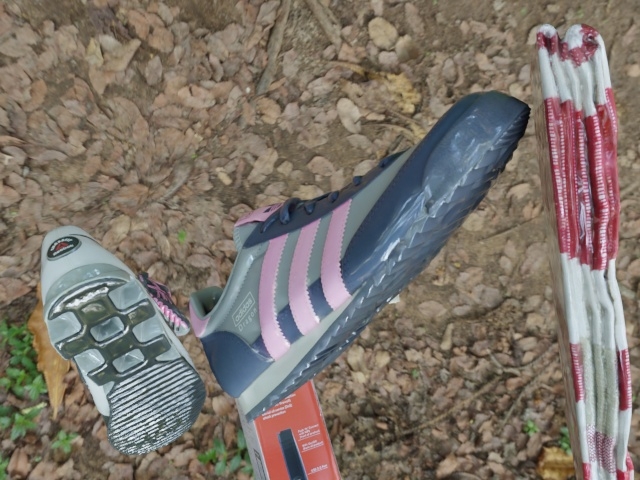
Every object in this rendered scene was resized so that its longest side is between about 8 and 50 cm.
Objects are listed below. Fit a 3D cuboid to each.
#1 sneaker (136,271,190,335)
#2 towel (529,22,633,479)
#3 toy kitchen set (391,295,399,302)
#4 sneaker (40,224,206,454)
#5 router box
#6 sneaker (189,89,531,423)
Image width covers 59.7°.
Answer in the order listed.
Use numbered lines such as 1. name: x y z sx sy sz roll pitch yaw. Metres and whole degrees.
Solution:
1. sneaker: -0.231 0.088 0.812 0.119 0.057 0.047 38 124 4
2. towel: 0.186 0.031 0.399 0.037 0.237 0.329 -7 98 20
3. toy kitchen set: 0.089 0.072 0.958 0.068 0.083 0.075 -5 87 -8
4. sneaker: -0.225 0.117 0.643 0.122 0.146 0.331 -23 135 -22
5. router box: -0.062 0.263 0.785 0.082 0.335 0.301 -14 79 -15
6. sneaker: 0.000 0.000 0.403 0.131 0.112 0.319 49 117 16
